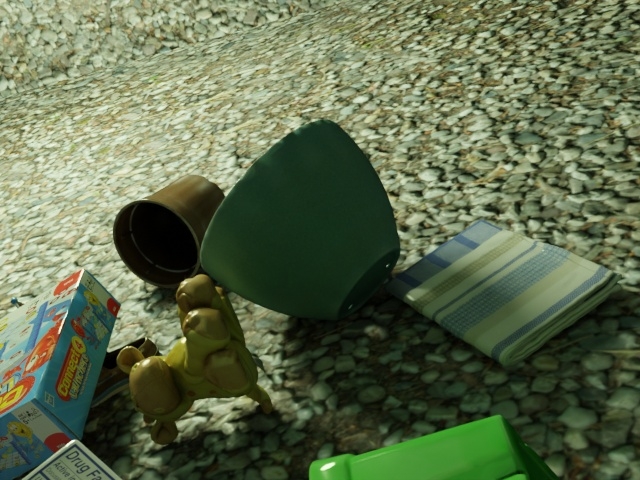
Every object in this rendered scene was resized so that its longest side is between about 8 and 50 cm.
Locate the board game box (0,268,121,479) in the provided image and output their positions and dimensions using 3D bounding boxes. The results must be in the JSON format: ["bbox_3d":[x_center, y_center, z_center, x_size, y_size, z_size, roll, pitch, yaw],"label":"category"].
[{"bbox_3d":[-0.447,0.216,1.251,0.308,0.086,0.302,-30,26,14],"label":"board game box"}]

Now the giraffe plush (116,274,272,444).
[{"bbox_3d":[-0.177,0.168,1.166,0.170,0.210,0.181,-24,53,1],"label":"giraffe plush"}]

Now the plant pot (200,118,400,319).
[{"bbox_3d":[0.000,0.000,1.292,0.195,0.290,0.290,41,57,17],"label":"plant pot"}]

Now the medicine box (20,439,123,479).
[{"bbox_3d":[-0.237,0.375,0.803,0.263,0.149,0.289,30,52,32],"label":"medicine box"}]

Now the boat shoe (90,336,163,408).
[{"bbox_3d":[-0.323,0.193,1.319,0.183,0.066,0.066,-25,29,-11],"label":"boat shoe"}]

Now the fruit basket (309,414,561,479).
[{"bbox_3d":[0.049,0.344,0.651,0.392,0.283,0.392,-34,26,19],"label":"fruit basket"}]

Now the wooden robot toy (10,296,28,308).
[{"bbox_3d":[-0.473,0.153,1.506,0.173,0.076,0.079,13,77,44],"label":"wooden robot toy"}]

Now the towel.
[{"bbox_3d":[0.242,0.064,1.241,0.209,0.034,0.285,-32,29,-17],"label":"towel"}]

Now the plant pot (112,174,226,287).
[{"bbox_3d":[-0.248,-0.029,1.574,0.167,0.167,0.165,-4,25,25],"label":"plant pot"}]
